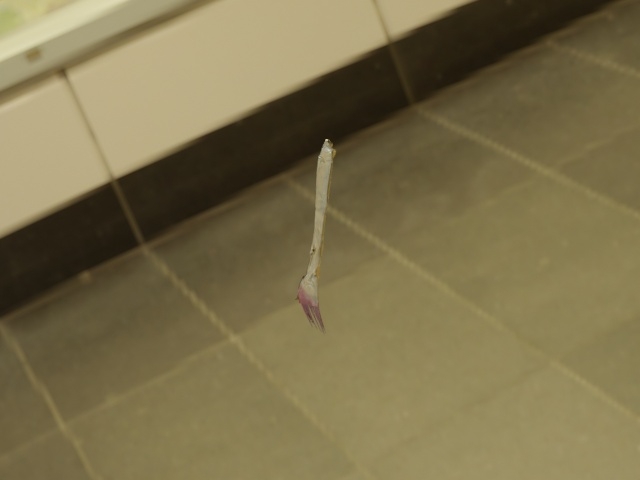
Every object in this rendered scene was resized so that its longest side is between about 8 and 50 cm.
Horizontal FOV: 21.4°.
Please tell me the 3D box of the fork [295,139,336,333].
[{"bbox_3d":[-0.001,0.000,0.856,0.016,0.115,0.012,27,40,30],"label":"fork"}]
